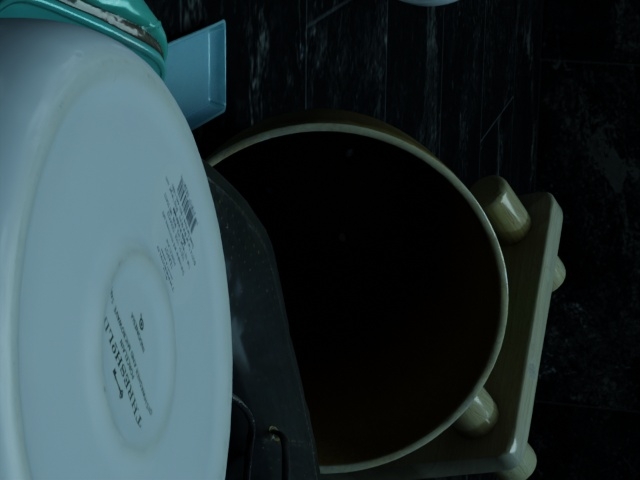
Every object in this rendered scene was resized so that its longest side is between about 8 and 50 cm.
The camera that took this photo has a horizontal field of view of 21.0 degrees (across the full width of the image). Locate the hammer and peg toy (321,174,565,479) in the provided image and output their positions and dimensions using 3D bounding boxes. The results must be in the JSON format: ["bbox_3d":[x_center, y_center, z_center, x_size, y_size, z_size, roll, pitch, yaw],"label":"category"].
[{"bbox_3d":[0.045,0.124,1.356,0.127,0.266,0.361,50,42,-39],"label":"hammer and peg toy"}]

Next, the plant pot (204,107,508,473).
[{"bbox_3d":[0.000,0.000,1.211,0.254,0.237,0.237,-91,-179,-71],"label":"plant pot"}]

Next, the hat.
[{"bbox_3d":[-0.103,0.100,0.880,0.331,0.134,0.331,56,23,-39],"label":"hat"}]

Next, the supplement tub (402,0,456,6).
[{"bbox_3d":[0.113,-0.305,1.659,0.200,0.144,0.144,-49,142,-67],"label":"supplement tub"}]

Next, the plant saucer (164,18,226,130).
[{"bbox_3d":[-0.098,-0.102,1.138,0.192,0.018,0.067,-43,136,-69],"label":"plant saucer"}]

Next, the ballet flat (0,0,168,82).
[{"bbox_3d":[-0.161,-0.119,0.728,0.087,0.083,0.247,54,16,31],"label":"ballet flat"}]

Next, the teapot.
[{"bbox_3d":[-0.151,0.039,0.612,0.252,0.187,0.256,18,71,-74],"label":"teapot"}]
